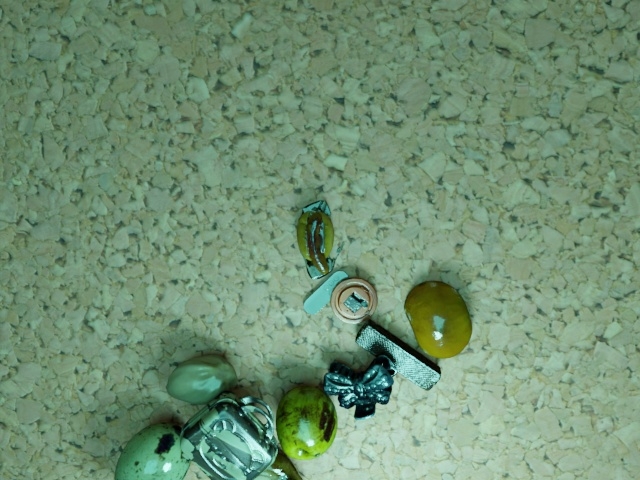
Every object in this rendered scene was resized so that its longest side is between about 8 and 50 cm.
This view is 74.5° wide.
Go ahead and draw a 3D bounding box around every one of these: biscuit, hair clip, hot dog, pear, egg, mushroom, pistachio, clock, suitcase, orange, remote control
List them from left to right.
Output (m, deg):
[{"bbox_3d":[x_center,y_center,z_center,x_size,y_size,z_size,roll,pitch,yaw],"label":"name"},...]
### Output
[{"bbox_3d":[-0.716,0.961,1.800,0.288,0.287,0.379,31,95,2],"label":"egg"},{"bbox_3d":[-0.519,0.605,1.820,0.332,0.207,0.226,-11,137,10],"label":"pistachio"},{"bbox_3d":[-0.338,0.783,1.686,0.339,0.194,0.351,-41,100,-2],"label":"suitcase"},{"bbox_3d":[-0.225,1.086,1.820,0.345,0.239,0.345,-5,76,22],"label":"mushroom"},{"bbox_3d":[-0.058,0.753,1.744,0.284,0.283,0.283,0,93,4],"label":"pear"},{"bbox_3d":[-0.006,-0.001,1.785,0.194,0.107,0.326,-18,92,5],"label":"hot dog"},{"bbox_3d":[0.025,0.228,1.838,0.245,0.022,0.077,-44,88,5],"label":"remote control"},{"bbox_3d":[0.144,0.259,1.805,0.205,0.051,0.205,0,99,0],"label":"clock"},{"bbox_3d":[0.172,0.605,1.748,0.310,0.194,0.206,-16,100,24],"label":"hair clip"},{"bbox_3d":[0.332,0.489,1.795,0.388,0.073,0.107,35,110,2],"label":"biscuit"},{"bbox_3d":[0.499,0.331,1.776,0.274,0.274,0.310,-15,61,5],"label":"orange"}]
